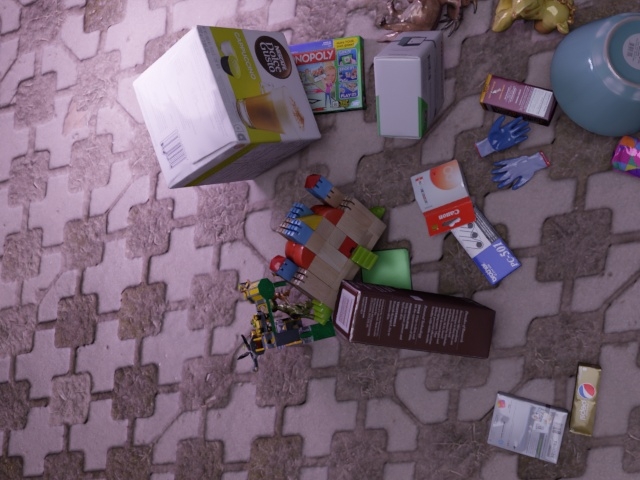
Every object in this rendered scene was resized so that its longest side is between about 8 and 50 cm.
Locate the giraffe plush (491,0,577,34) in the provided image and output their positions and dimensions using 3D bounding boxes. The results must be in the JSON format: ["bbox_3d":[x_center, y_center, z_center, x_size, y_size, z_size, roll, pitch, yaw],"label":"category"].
[{"bbox_3d":[0.576,-0.611,1.779,0.170,0.210,0.181,21,94,-11],"label":"giraffe plush"}]

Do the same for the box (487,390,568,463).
[{"bbox_3d":[0.562,0.507,1.849,0.186,0.038,0.145,12,94,19],"label":"box"}]

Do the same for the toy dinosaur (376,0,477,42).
[{"bbox_3d":[0.291,-0.618,1.902,0.200,0.127,0.295,35,124,-19],"label":"toy dinosaur"}]

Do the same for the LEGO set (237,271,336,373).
[{"bbox_3d":[-0.123,0.216,1.970,0.192,0.331,0.255,-20,88,42],"label":"LEGO set"}]

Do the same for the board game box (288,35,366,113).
[{"bbox_3d":[-0.023,-0.487,2.048,0.317,0.046,0.213,-3,90,20],"label":"board game box"}]

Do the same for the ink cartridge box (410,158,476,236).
[{"bbox_3d":[0.340,-0.118,1.894,0.145,0.045,0.179,-20,67,26],"label":"ink cartridge box"}]

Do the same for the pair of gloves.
[{"bbox_3d":[0.513,-0.238,1.835,0.159,0.023,0.198,-27,100,26],"label":"pair of gloves"}]

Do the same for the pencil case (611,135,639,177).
[{"bbox_3d":[0.853,-0.187,1.705,0.236,0.104,0.104,25,99,19],"label":"pencil case"}]

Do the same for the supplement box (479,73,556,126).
[{"bbox_3d":[0.531,-0.374,1.816,0.188,0.104,0.081,20,96,18],"label":"supplement box"}]

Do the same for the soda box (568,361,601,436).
[{"bbox_3d":[0.695,0.416,1.786,0.058,0.061,0.181,7,93,19],"label":"soda box"}]

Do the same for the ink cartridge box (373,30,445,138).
[{"bbox_3d":[0.241,-0.418,1.796,0.121,0.289,0.211,5,120,20],"label":"ink cartridge box"}]

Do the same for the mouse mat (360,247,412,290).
[{"bbox_3d":[0.194,0.120,1.996,0.152,0.007,0.190,-6,87,20],"label":"mouse mat"}]

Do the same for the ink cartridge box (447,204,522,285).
[{"bbox_3d":[0.454,0.013,1.879,0.097,0.046,0.207,-39,78,17],"label":"ink cartridge box"}]

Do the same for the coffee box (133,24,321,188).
[{"bbox_3d":[-0.264,-0.371,1.935,0.338,0.334,0.338,-25,82,42],"label":"coffee box"}]

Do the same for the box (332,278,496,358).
[{"bbox_3d":[0.243,0.206,1.792,0.381,0.191,0.143,11,94,-14],"label":"box"}]

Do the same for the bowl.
[{"bbox_3d":[0.739,-0.424,1.650,0.311,0.163,0.312,0,82,-2],"label":"bowl"}]

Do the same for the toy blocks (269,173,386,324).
[{"bbox_3d":[0.000,0.000,1.873,0.381,0.261,0.190,-57,31,-9],"label":"toy blocks"}]
